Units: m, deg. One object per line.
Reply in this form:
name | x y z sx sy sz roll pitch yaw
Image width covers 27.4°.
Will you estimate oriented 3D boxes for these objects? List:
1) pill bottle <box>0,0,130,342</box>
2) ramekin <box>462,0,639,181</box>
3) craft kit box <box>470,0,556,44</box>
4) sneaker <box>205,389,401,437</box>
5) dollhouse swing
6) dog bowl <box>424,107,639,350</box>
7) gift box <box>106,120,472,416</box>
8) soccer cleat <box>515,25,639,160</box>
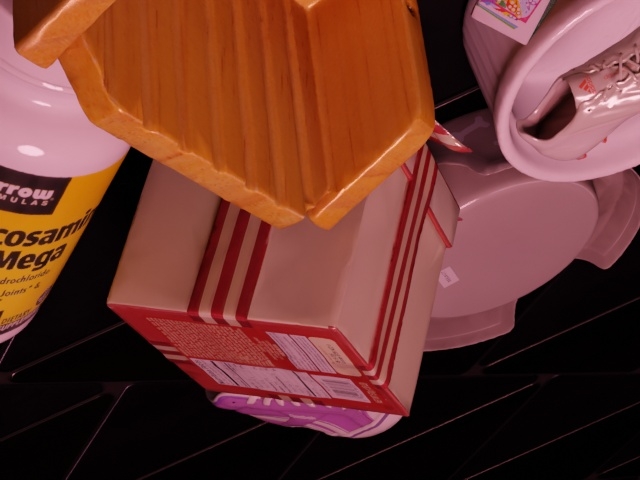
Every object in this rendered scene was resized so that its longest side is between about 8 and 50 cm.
pill bottle | -0.255 -0.077 1.034 0.187 0.188 0.334 3 139 -34
ramekin | 0.269 -0.194 1.233 0.277 0.135 0.277 -16 147 -11
craft kit box | 0.218 -0.306 0.978 0.250 0.061 0.247 -55 169 -41
sneaker | -0.029 0.172 1.536 0.161 0.102 0.282 19 158 -37
dollhouse swing | 0.019 -0.229 0.915 0.305 0.315 0.347 -21 150 26
dog bowl | 0.183 -0.015 1.471 0.348 0.102 0.349 -15 146 -11
gift box | 0.000 0.000 1.199 0.276 0.258 0.255 5 157 19
soccer cleat | 0.253 -0.136 1.123 0.076 0.068 0.196 14 135 -39
